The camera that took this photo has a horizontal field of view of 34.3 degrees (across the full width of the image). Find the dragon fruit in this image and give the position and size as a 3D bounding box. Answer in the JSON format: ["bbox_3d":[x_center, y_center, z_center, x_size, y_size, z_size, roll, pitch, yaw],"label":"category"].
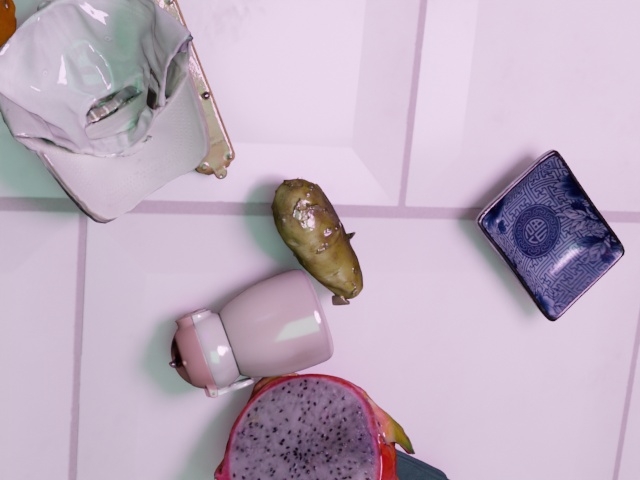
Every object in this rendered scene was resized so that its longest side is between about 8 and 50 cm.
[{"bbox_3d":[-0.003,0.355,1.574,0.290,0.290,0.189,-46,147,-5],"label":"dragon fruit"}]

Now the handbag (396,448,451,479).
[{"bbox_3d":[0.079,0.503,1.730,0.238,0.089,0.326,31,92,-24],"label":"handbag"}]

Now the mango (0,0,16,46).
[{"bbox_3d":[-0.513,-0.282,1.282,0.236,0.136,0.166,-36,158,12],"label":"mango"}]

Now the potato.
[{"bbox_3d":[0.000,0.000,1.560,0.090,0.117,0.225,-18,124,22],"label":"potato"}]

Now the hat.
[{"bbox_3d":[-0.283,-0.180,1.410,0.257,0.168,0.301,-31,137,-9],"label":"hat"}]

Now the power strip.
[{"bbox_3d":[-0.196,-0.228,1.470,0.064,0.044,0.305,-25,112,-13],"label":"power strip"}]

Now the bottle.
[{"bbox_3d":[-0.111,0.145,1.544,0.236,0.147,0.148,-19,109,-7],"label":"bottle"}]

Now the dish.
[{"bbox_3d":[0.366,-0.012,1.712,0.182,0.080,0.243,-43,112,-7],"label":"dish"}]
